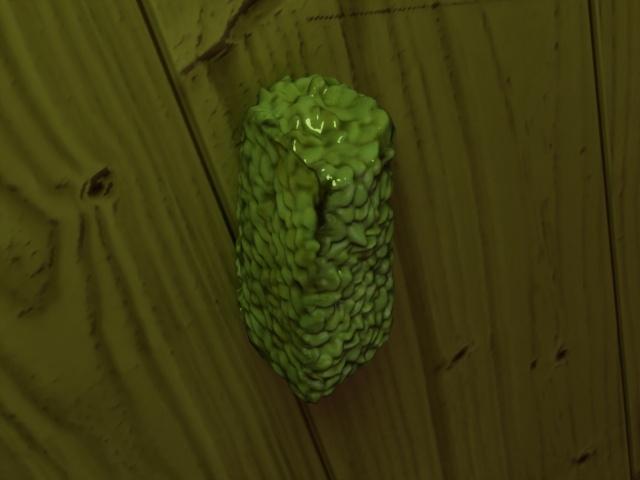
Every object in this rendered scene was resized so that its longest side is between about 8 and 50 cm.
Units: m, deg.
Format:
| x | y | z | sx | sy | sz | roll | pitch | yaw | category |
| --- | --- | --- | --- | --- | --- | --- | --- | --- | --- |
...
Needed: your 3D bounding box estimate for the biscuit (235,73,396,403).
| x | y | z | sx | sy | sz | roll | pitch | yaw | category |
| --- | --- | --- | --- | --- | --- | --- | --- | --- | --- |
| 0.000 | 0.000 | 0.814 | 0.070 | 0.082 | 0.168 | -32 | 143 | -29 | biscuit |
